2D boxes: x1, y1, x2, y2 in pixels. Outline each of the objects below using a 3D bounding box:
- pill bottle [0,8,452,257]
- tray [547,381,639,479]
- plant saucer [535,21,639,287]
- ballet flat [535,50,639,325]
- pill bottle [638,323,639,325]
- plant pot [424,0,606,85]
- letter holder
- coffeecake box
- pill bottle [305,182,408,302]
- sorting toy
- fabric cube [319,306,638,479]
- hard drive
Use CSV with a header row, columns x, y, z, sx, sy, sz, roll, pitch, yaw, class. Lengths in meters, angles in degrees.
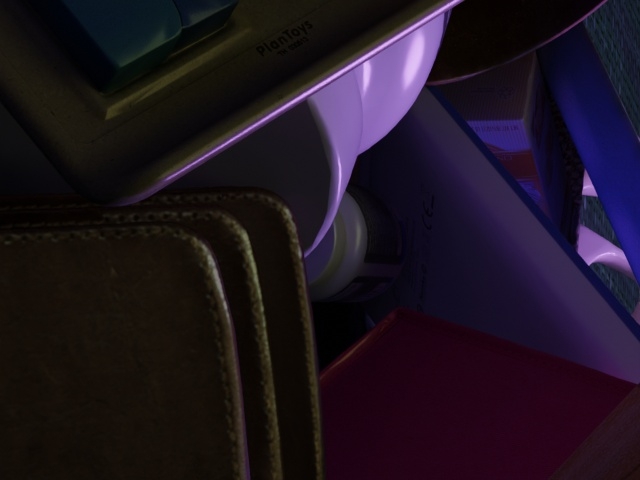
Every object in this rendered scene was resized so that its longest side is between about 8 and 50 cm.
x,y,z,sx,sy,sz,roll,pitch,yaw,class
-0.030,-0.159,0.928,0.363,0.210,0.210,-71,153,-45,pill bottle
0.157,0.284,0.916,0.203,0.076,0.411,-41,132,-29,tray
0.226,-0.030,1.424,0.317,0.044,0.317,-24,90,-81,plant saucer
0.189,0.006,1.605,0.164,0.182,0.482,128,-32,-73,ballet flat
0.133,0.168,1.406,0.264,0.146,0.146,-65,168,18,pill bottle
0.073,-0.253,1.222,0.230,0.215,0.215,61,9,22,plant pot
-0.072,0.136,0.719,0.152,0.214,0.301,-167,-104,-67,letter holder
0.098,-0.049,1.405,0.185,0.142,0.068,67,30,-48,coffeecake box
0.000,0.000,1.218,0.137,0.078,0.078,7,83,-71,pill bottle
-0.037,-0.165,0.763,0.307,0.229,0.041,-35,167,-34,sorting toy
0.079,0.234,1.059,0.259,0.254,0.258,-37,130,-34,fabric cube
0.111,0.057,1.239,0.318,0.040,0.210,55,-27,41,hard drive
